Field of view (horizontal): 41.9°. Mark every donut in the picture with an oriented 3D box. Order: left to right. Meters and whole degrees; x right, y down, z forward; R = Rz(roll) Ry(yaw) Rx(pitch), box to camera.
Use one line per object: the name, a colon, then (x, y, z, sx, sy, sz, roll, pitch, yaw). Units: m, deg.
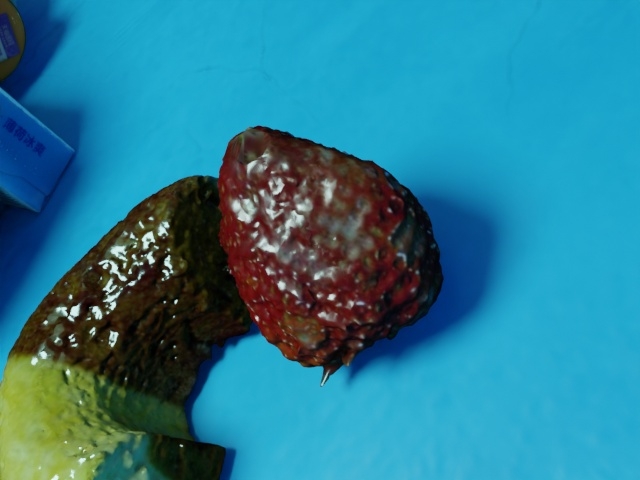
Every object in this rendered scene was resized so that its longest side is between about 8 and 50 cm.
donut: (-0.136, 0.080, 0.551, 0.151, 0.112, 0.295, 0, 61, 27)

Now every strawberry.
strawberry: (0.002, 0.006, 0.492, 0.131, 0.148, 0.131, -13, 58, 22)

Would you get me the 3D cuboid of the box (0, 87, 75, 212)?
box: (-0.343, -0.101, 0.758, 0.194, 0.139, 0.073, 13, 69, 34)

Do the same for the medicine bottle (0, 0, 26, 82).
medicine bottle: (-0.422, -0.242, 0.877, 0.288, 0.157, 0.157, 28, 78, 38)
